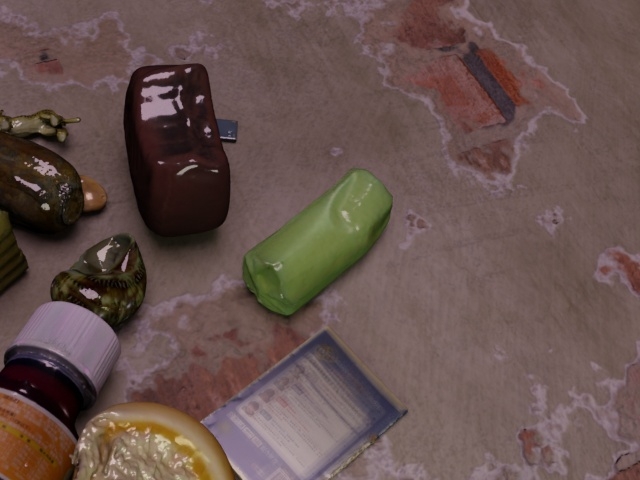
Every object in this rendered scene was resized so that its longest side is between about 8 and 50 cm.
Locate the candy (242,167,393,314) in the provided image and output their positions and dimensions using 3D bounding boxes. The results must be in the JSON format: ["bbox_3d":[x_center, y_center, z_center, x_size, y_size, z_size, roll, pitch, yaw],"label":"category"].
[{"bbox_3d":[0.000,0.000,1.916,0.142,0.132,0.343,30,55,28],"label":"candy"}]

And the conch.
[{"bbox_3d":[-0.403,0.086,1.797,0.181,0.124,0.187,-16,33,-8],"label":"conch"}]

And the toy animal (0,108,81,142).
[{"bbox_3d":[-0.580,-0.238,1.997,0.181,0.073,0.136,-12,26,-17],"label":"toy animal"}]

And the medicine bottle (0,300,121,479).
[{"bbox_3d":[-0.471,0.280,1.580,0.242,0.242,0.395,21,52,4],"label":"medicine bottle"}]

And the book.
[{"bbox_3d":[-0.029,0.317,1.770,0.322,0.018,0.228,-34,70,-28],"label":"book"}]

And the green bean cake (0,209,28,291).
[{"bbox_3d":[-0.649,-0.021,1.753,0.236,0.233,0.124,37,64,15],"label":"green bean cake"}]

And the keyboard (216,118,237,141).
[{"bbox_3d":[-0.263,-0.239,2.093,0.176,0.014,0.055,5,56,-7],"label":"keyboard"}]

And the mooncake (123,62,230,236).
[{"bbox_3d":[-0.275,-0.169,1.873,0.174,0.334,0.326,-6,98,-12],"label":"mooncake"}]

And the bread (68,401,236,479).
[{"bbox_3d":[-0.298,0.456,1.472,0.329,0.245,0.424,34,52,-42],"label":"bread"}]

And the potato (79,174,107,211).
[{"bbox_3d":[-0.457,-0.091,1.933,0.083,0.062,0.068,54,31,-2],"label":"potato"}]

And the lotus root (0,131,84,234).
[{"bbox_3d":[-0.573,-0.111,1.867,0.274,0.160,0.152,24,44,9],"label":"lotus root"}]
